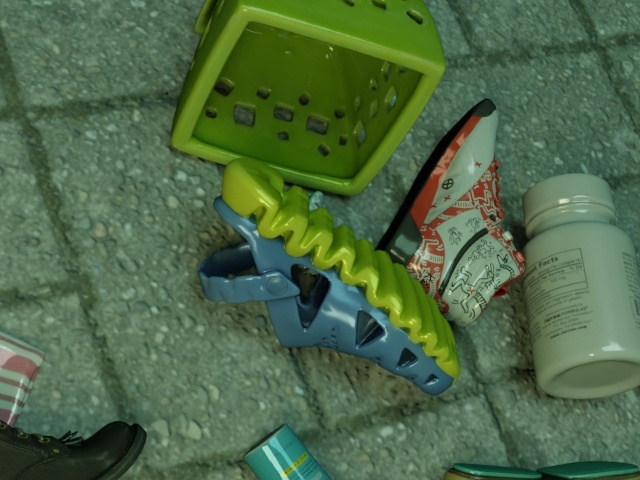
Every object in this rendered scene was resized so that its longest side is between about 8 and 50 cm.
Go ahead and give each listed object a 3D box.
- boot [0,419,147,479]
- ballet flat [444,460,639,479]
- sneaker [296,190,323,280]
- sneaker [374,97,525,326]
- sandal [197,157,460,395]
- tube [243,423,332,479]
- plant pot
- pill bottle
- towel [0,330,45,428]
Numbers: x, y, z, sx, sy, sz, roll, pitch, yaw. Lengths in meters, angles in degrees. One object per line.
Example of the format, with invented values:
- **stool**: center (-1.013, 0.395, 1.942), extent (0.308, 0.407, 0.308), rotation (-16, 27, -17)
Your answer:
- **boot**: center (-0.287, 0.150, 1.108), extent (0.229, 0.091, 0.263), rotation (49, 34, 4)
- **ballet flat**: center (0.227, 0.265, 1.362), extent (0.232, 0.080, 0.073), rotation (4, 89, -22)
- **sneaker**: center (0.000, 0.000, 1.410), extent (0.069, 0.038, 0.098), rotation (30, 63, -11)
- **sneaker**: center (0.171, -0.027, 1.478), extent (0.145, 0.090, 0.270), rotation (36, 56, -6)
- **sandal**: center (0.003, 0.057, 1.332), extent (0.317, 0.138, 0.126), rotation (38, 15, -8)
- **tube**: center (0.009, 0.270, 1.256), extent (0.080, 0.052, 0.207), rotation (-38, 90, -27)
- **plant pot**: center (-0.018, -0.211, 1.409), extent (0.228, 0.227, 0.207), rotation (14, 51, -19)
- **pill bottle**: center (0.288, 0.049, 1.466), extent (0.131, 0.131, 0.229), rotation (8, 60, -23)
- **towel**: center (-0.337, 0.147, 1.158), extent (0.144, 0.029, 0.197), rotation (26, 54, -12)
